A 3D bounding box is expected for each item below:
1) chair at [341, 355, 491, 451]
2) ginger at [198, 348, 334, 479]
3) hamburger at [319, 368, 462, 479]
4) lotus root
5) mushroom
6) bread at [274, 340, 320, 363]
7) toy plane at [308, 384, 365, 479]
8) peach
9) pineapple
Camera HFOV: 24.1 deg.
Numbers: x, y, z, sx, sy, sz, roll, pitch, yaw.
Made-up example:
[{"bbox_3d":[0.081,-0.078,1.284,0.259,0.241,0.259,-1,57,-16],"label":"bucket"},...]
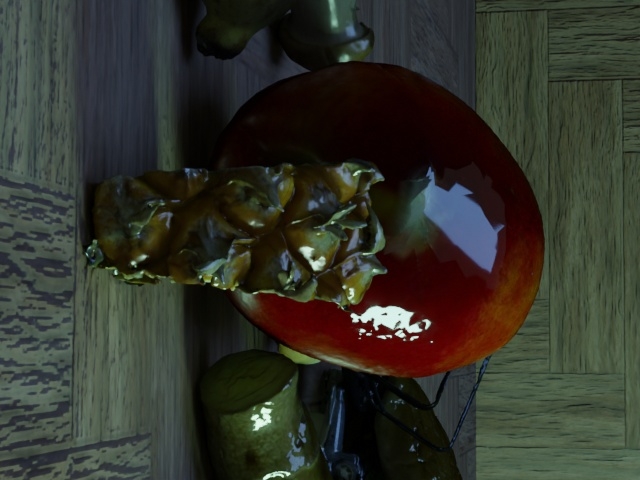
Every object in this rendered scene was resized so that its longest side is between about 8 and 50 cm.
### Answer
[{"bbox_3d":[0.059,0.111,1.636,0.145,0.221,0.140,-63,159,-22],"label":"chair"},{"bbox_3d":[-0.039,0.212,1.321,0.116,0.109,0.263,-54,144,-43],"label":"ginger"},{"bbox_3d":[0.099,0.275,1.769,0.265,0.134,0.285,40,34,-68],"label":"hamburger"},{"bbox_3d":[-0.056,-0.255,1.248,0.138,0.138,0.214,-21,121,-77],"label":"lotus root"},{"bbox_3d":[-0.004,-0.330,1.484,0.128,0.128,0.350,-72,161,-56],"label":"mushroom"},{"bbox_3d":[0.000,0.000,1.485,0.198,0.120,0.236,-52,141,-79],"label":"bread"},{"bbox_3d":[0.003,0.282,1.564,0.192,0.088,0.262,35,56,-81],"label":"toy plane"},{"bbox_3d":[0.058,-0.014,1.313,0.338,0.281,0.281,19,70,-59],"label":"peach"},{"bbox_3d":[-0.070,-0.012,1.099,0.186,0.236,0.114,0,-95,63],"label":"pineapple"}]
